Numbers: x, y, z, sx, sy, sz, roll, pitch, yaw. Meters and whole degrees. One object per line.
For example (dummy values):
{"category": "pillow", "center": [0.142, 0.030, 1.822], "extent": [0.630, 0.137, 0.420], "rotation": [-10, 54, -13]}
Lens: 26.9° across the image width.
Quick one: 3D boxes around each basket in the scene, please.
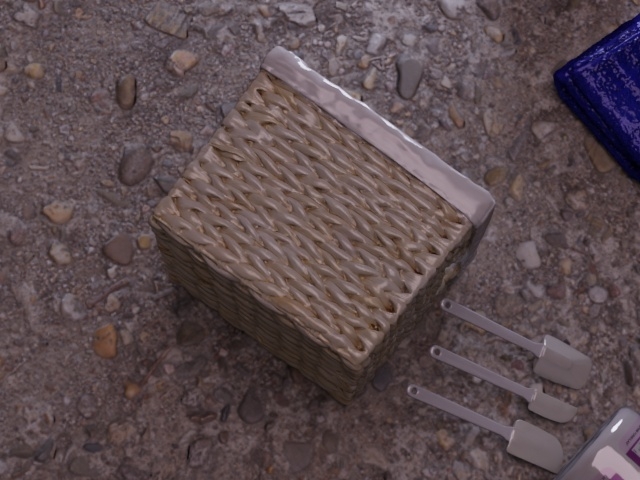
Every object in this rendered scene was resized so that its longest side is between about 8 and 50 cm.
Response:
{"category": "basket", "center": [0.000, 0.000, 1.653], "extent": [0.331, 0.328, 0.266], "rotation": [35, 77, 8]}

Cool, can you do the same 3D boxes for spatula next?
{"category": "spatula", "center": [0.233, 0.179, 1.723], "extent": [0.242, 0.019, 0.168], "rotation": [26, 76, -16]}

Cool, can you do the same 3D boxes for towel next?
{"category": "towel", "center": [0.510, -0.239, 1.893], "extent": [0.308, 0.076, 0.228], "rotation": [-36, 76, -14]}

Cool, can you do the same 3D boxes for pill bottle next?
{"category": "pill bottle", "center": [0.432, 0.360, 1.630], "extent": [0.301, 0.169, 0.169], "rotation": [42, 74, 11]}
